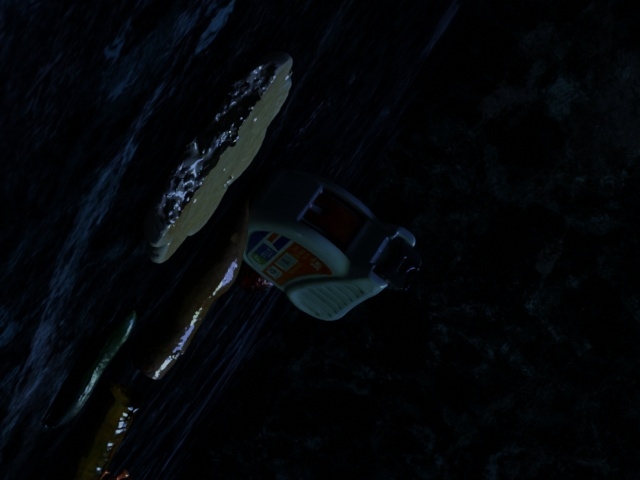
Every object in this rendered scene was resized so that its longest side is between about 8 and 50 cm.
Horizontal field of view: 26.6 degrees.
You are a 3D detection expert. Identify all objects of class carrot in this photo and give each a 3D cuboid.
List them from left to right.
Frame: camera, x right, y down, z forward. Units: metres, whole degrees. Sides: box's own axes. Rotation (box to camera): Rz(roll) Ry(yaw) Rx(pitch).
[{"bbox_3d":[-0.318,0.300,1.852,0.260,0.070,0.070,-60,175,23],"label":"carrot"}]

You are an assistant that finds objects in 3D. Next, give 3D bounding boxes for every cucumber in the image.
[{"bbox_3d":[-0.261,0.145,1.538,0.184,0.033,0.036,-56,-163,20],"label":"cucumber"}]

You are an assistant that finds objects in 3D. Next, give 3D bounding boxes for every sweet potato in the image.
[{"bbox_3d":[-0.162,0.066,1.866,0.281,0.059,0.067,-55,-175,5],"label":"sweet potato"}]

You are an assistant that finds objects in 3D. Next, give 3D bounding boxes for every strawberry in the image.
[{"bbox_3d":[-0.097,0.035,2.210,0.106,0.106,0.106,-56,176,-6],"label":"strawberry"}]

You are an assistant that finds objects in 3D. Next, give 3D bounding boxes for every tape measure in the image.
[{"bbox_3d":[0.001,0.001,1.948,0.125,0.246,0.243,-53,-175,-26],"label":"tape measure"}]

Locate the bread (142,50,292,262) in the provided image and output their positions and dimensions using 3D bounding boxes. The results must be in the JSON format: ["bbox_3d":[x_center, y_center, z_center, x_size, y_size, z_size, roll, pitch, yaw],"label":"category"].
[{"bbox_3d":[-0.110,-0.085,1.430,0.251,0.039,0.182,-55,176,-12],"label":"bread"}]

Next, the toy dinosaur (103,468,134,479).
[{"bbox_3d":[-0.362,0.443,2.335,0.101,0.055,0.279,-54,154,-2],"label":"toy dinosaur"}]
